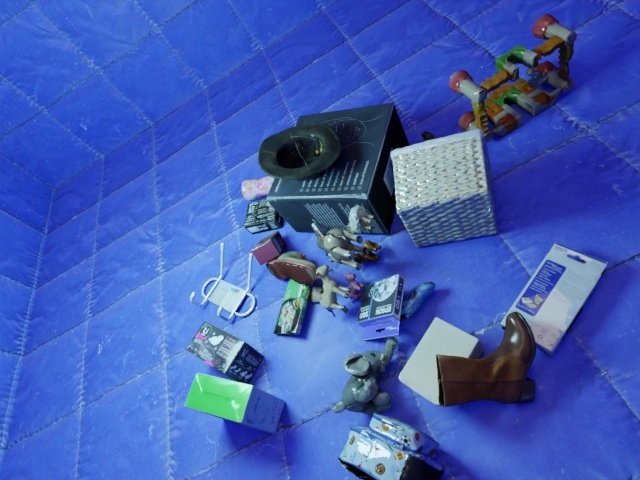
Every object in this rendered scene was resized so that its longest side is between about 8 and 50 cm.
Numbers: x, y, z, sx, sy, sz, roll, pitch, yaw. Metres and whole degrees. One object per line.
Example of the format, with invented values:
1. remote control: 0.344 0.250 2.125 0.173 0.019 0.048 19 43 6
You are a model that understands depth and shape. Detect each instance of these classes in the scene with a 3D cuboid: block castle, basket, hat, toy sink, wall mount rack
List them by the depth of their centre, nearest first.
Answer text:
1. toy sink: 0.380 0.391 1.313 0.152 0.131 0.234 25 73 39
2. basket: 0.458 -0.174 1.525 0.330 0.328 0.267 -11 59 22
3. hat: -0.076 -0.318 1.663 0.330 0.134 0.332 -4 55 6
4. block castle: 0.755 -0.637 1.676 0.453 0.303 0.213 -33 48 5
5. wall mount rack: -0.426 0.189 1.907 0.349 0.130 0.304 17 69 36

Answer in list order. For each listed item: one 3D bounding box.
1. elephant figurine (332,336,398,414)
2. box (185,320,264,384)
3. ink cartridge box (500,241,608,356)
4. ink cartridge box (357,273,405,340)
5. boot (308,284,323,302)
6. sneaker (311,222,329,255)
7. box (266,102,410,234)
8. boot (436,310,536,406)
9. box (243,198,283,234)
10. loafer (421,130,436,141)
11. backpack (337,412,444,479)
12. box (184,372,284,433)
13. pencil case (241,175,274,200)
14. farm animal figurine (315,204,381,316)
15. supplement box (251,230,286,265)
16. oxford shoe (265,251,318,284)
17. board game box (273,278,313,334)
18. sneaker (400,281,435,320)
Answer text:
1. elephant figurine: 0.156 0.447 1.412 0.240 0.185 0.169 -88 20 -45
2. box: -0.381 0.449 1.685 0.247 0.163 0.142 17 65 36
3. ink cartridge box: 0.725 0.177 1.305 0.165 0.065 0.333 32 80 40
4. ink cartridge box: 0.212 0.242 1.500 0.206 0.045 0.209 -31 40 54
5. boot: -0.011 0.236 1.704 0.086 0.042 0.119 -25 49 21
6. sneaker: 0.000 0.000 1.794 0.064 0.158 0.061 -33 4 20
7. box: 0.092 -0.300 1.830 0.470 0.297 0.481 4 62 30
8. boot: 0.464 0.338 1.213 0.279 0.096 0.265 2 89 -6
9. box: -0.273 -0.124 2.064 0.179 0.077 0.148 -11 55 23
10. loafer: 0.488 -0.421 1.845 0.061 0.062 0.170 -38 47 8
11. backpack: 0.195 0.615 1.194 0.263 0.276 0.213 0 54 37
12. box: -0.302 0.586 1.503 0.261 0.231 0.127 0 60 30
13. pencil case: -0.261 -0.275 2.136 0.283 0.124 0.124 -7 56 25
14. farm animal figurine: 0.079 0.072 1.583 0.172 0.327 0.330 18 54 28
15. supplement box: -0.226 0.031 1.867 0.104 0.081 0.188 -28 10 11
16. oxford shoe: -0.101 0.092 1.743 0.130 0.123 0.348 -43 26 -26
17. board game box: -0.107 0.261 1.723 0.136 0.030 0.260 -13 53 45
18. sneaker: 0.329 0.229 1.490 0.209 0.069 0.082 -36 44 9
